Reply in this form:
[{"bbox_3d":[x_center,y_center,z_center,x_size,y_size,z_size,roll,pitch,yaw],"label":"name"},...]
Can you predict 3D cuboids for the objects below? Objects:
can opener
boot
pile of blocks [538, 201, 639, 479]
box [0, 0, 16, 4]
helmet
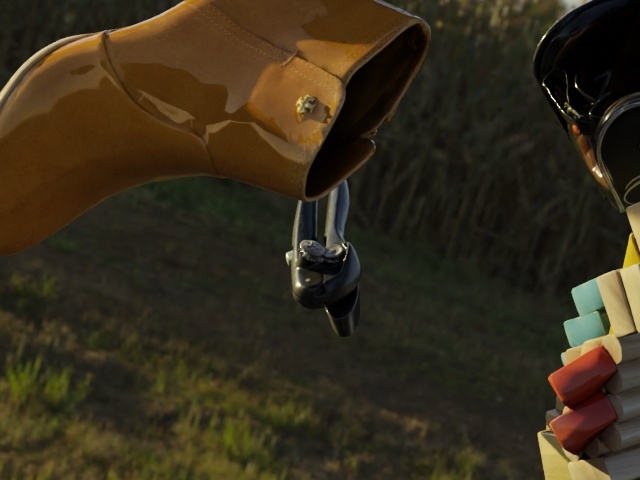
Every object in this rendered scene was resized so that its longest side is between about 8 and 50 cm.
[{"bbox_3d":[0.000,0.000,1.101,0.059,0.073,0.186,-2,37,-3],"label":"can opener"},{"bbox_3d":[-0.085,-0.068,0.854,0.211,0.295,0.104,35,-10,37],"label":"boot"},{"bbox_3d":[0.186,0.128,0.926,0.112,0.362,0.149,-11,27,-30],"label":"pile of blocks"},{"bbox_3d":[-0.165,-0.148,0.754,0.083,0.018,0.067,-11,8,15],"label":"box"},{"bbox_3d":[0.251,-0.113,0.953,0.169,0.161,0.169,58,7,-11],"label":"helmet"}]
